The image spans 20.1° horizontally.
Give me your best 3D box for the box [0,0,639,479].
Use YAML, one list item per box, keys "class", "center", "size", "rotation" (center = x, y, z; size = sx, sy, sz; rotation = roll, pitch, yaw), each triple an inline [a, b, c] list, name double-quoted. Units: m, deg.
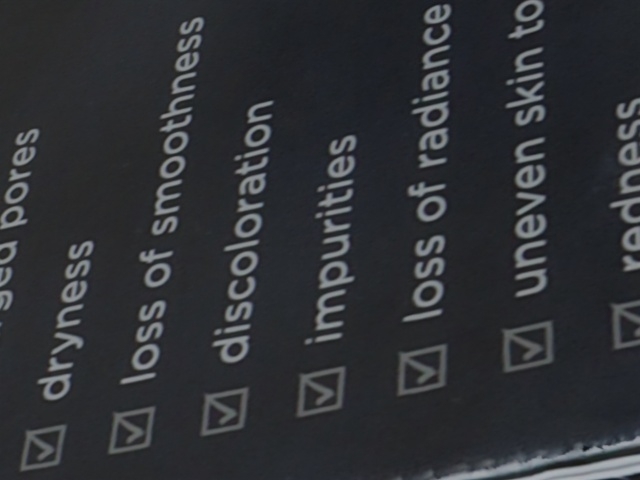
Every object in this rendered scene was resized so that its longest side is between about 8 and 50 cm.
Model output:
- class: "box"
  center: [-0.001, -0.027, 0.713]
  size: [0.297, 0.471, 0.480]
  rotation: [53, 32, -47]
